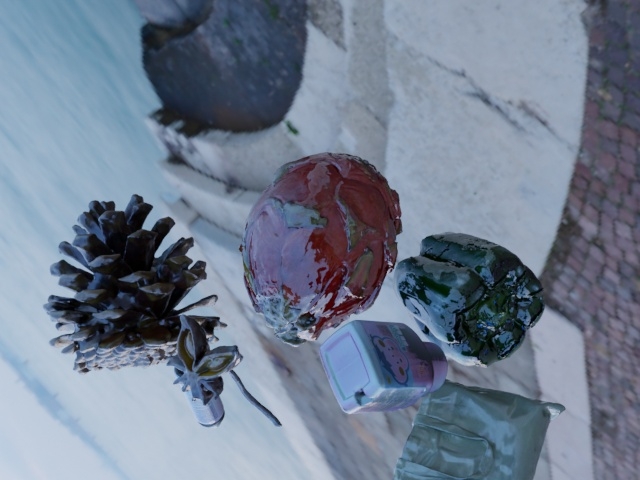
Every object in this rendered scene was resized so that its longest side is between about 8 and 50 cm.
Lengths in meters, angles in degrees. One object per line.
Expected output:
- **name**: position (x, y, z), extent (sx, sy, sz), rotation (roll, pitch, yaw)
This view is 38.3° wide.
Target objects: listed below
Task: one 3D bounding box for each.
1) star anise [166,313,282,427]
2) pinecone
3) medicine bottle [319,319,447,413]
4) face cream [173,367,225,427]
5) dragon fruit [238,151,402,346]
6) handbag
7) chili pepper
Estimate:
- **star anise**: position (-0.132, 0.216, 1.504), extent (0.148, 0.227, 0.218), rotation (-13, 85, 26)
- **pinecone**: position (-0.379, 0.081, 1.862), extent (0.384, 0.384, 0.384), rotation (41, 161, 18)
- **medicine bottle**: position (0.102, 0.187, 1.362), extent (0.094, 0.188, 0.119), rotation (-42, 57, 32)
- **face cream**: position (-0.271, 0.354, 2.110), extent (0.075, 0.075, 0.229), rotation (34, 150, 35)
- **dragon fruit**: position (0.000, 0.000, 1.580), extent (0.277, 0.342, 0.277), rotation (24, 143, 19)
- **handbag**: position (0.262, 0.398, 1.622), extent (0.253, 0.315, 0.109), rotation (10, 151, 30)
- **chili pepper**: position (0.280, 0.104, 1.793), extent (0.257, 0.233, 0.248), rotation (33, 159, 47)
